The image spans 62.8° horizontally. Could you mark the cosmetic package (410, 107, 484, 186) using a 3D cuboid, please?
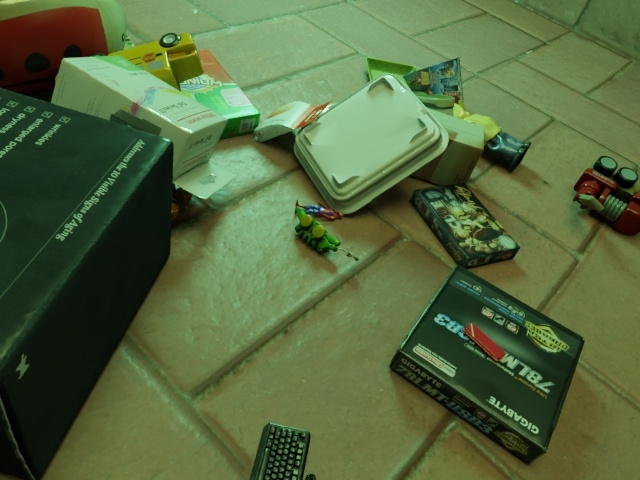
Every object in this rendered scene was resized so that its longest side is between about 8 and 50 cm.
[{"bbox_3d":[0.273,-0.264,1.418,0.296,0.153,0.129,18,42,3],"label":"cosmetic package"}]

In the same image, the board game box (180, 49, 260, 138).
[{"bbox_3d":[-0.343,-0.390,1.403,0.242,0.064,0.317,-19,57,-32],"label":"board game box"}]

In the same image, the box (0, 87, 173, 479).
[{"bbox_3d":[-0.533,0.015,0.783,0.471,0.298,0.480,16,43,1],"label":"box"}]

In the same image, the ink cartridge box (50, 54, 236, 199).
[{"bbox_3d":[-0.334,-0.241,1.086,0.353,0.119,0.207,30,24,-1],"label":"ink cartridge box"}]

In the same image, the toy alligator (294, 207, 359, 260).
[{"bbox_3d":[0.000,0.000,1.144,0.189,0.056,0.051,41,91,22],"label":"toy alligator"}]

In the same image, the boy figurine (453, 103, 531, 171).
[{"bbox_3d":[0.480,-0.318,1.579,0.285,0.092,0.177,32,46,16],"label":"boy figurine"}]

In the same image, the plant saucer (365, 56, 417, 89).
[{"bbox_3d":[0.242,-0.536,1.756,0.188,0.045,0.188,7,45,-11],"label":"plant saucer"}]

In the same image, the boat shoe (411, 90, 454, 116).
[{"bbox_3d":[0.278,-0.386,1.558,0.113,0.104,0.302,-10,24,-21],"label":"boat shoe"}]

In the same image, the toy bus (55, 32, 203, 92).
[{"bbox_3d":[-0.449,-0.384,1.260,0.332,0.108,0.130,-18,60,-5],"label":"toy bus"}]

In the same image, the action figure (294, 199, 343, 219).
[{"bbox_3d":[-0.001,-0.070,1.228,0.115,0.030,0.038,12,40,-9],"label":"action figure"}]

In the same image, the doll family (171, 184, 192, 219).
[{"bbox_3d":[-0.358,-0.108,1.110,0.163,0.119,0.263,15,25,-7],"label":"doll family"}]

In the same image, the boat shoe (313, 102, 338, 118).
[{"bbox_3d":[0.036,-0.361,1.488,0.075,0.083,0.226,36,47,17],"label":"boat shoe"}]

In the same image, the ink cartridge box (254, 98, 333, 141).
[{"bbox_3d":[-0.072,-0.329,1.377,0.045,0.179,0.145,58,40,-23],"label":"ink cartridge box"}]

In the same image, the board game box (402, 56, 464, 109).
[{"bbox_3d":[0.360,-0.480,1.669,0.194,0.194,0.060,-8,4,-25],"label":"board game box"}]

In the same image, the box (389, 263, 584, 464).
[{"bbox_3d":[0.327,0.217,1.012,0.295,0.073,0.293,33,45,17],"label":"box"}]

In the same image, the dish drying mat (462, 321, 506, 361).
[{"bbox_3d":[0.305,0.188,0.976,0.032,0.008,0.083,-25,57,-36],"label":"dish drying mat"}]

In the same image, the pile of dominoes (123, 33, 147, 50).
[{"bbox_3d":[-0.536,-0.510,1.493,0.195,0.040,0.251,-22,55,-34],"label":"pile of dominoes"}]

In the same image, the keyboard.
[{"bbox_3d":[-0.052,0.366,0.779,0.108,0.023,0.180,16,44,-2],"label":"keyboard"}]

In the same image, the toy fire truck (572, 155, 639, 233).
[{"bbox_3d":[0.799,-0.103,1.436,0.217,0.159,0.246,37,59,19],"label":"toy fire truck"}]

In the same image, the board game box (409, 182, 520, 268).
[{"bbox_3d":[0.353,-0.042,1.298,0.164,0.042,0.243,-10,50,-26],"label":"board game box"}]

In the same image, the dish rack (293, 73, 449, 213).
[{"bbox_3d":[0.109,-0.253,1.274,0.332,0.072,0.286,-33,61,2],"label":"dish rack"}]

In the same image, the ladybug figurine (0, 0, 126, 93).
[{"bbox_3d":[-0.674,-0.464,1.260,0.449,0.305,0.162,-25,94,-30],"label":"ladybug figurine"}]
